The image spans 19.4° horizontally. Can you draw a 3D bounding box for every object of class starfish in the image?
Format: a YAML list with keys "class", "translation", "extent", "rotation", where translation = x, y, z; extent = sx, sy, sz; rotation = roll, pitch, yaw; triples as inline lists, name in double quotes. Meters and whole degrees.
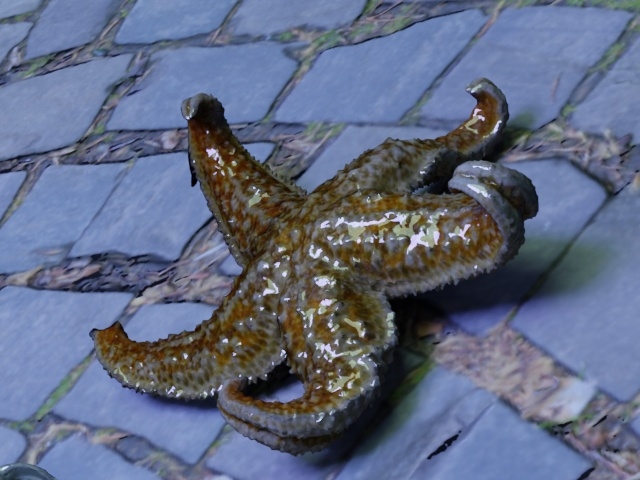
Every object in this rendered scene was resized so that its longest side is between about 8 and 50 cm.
- class: "starfish"
  translation: [-0.001, -0.004, 1.177]
  extent: [0.312, 0.113, 0.303]
  rotation: [-43, 38, -8]

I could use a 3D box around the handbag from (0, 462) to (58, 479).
- class: "handbag"
  translation: [-0.258, 0.236, 1.134]
  extent: [0.219, 0.079, 0.256]
  rotation: [-4, 45, 19]
